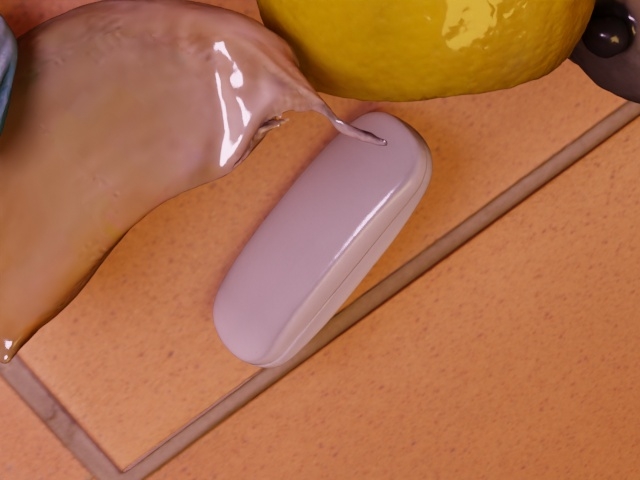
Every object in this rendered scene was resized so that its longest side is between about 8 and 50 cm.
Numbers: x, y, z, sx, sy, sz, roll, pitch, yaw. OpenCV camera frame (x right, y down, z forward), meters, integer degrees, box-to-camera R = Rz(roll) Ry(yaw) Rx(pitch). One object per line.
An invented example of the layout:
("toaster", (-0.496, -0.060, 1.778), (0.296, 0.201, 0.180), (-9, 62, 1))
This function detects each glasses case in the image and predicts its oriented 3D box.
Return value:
("glasses case", (0.000, 0.000, 1.405), (0.233, 0.092, 0.059), (-52, 143, 11))

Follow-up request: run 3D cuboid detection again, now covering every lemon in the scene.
("lemon", (0.067, -0.215, 1.162), (0.240, 0.240, 0.219), (-16, 113, -26))

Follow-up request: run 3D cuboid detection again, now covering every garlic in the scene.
("garlic", (-0.108, -0.065, 1.156), (0.338, 0.196, 0.151), (-29, 154, 26))

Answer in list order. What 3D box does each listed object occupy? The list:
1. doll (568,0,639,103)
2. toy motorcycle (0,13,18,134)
("doll", (0.327, -0.258, 1.311), (0.379, 0.252, 0.382), (-27, 146, -18))
("toy motorcycle", (-0.336, -0.068, 1.026), (0.416, 0.172, 0.232), (-40, 134, -14))
